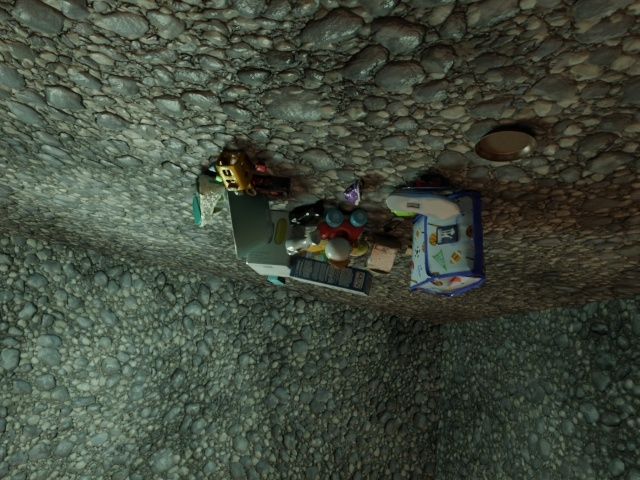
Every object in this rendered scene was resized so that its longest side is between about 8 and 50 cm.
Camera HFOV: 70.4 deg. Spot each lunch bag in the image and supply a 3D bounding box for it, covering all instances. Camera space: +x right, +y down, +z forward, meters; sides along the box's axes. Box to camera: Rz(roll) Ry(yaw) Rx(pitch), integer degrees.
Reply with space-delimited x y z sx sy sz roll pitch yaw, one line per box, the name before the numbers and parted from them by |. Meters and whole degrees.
lunch bag | 0.498 0.021 1.753 0.238 0.328 0.385 8 163 -11

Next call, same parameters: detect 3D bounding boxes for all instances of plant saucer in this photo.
plant saucer | 0.531 -0.278 1.307 0.168 0.029 0.168 7 162 2

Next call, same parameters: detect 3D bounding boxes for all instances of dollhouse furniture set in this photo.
dollhouse furniture set | 0.256 0.147 2.232 0.354 0.174 0.304 14 128 0

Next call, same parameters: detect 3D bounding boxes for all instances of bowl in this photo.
bowl | -0.291 -0.089 1.882 0.162 0.312 0.311 -9 165 -12

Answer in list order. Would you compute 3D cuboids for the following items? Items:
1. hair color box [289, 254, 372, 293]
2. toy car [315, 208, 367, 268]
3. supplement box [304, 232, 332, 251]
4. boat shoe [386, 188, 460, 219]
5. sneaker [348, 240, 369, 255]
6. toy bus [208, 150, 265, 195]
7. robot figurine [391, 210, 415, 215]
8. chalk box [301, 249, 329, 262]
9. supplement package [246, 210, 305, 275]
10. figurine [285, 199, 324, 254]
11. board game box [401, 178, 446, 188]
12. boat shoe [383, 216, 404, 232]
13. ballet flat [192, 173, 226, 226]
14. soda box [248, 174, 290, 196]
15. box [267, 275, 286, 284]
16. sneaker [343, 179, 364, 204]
hair color box | 0.051 0.161 2.058 0.346 0.105 0.174 12 172 15
toy car | 0.096 0.011 1.989 0.210 0.238 0.219 0 163 -16
supplement box | 0.000 0.000 2.300 0.078 0.080 0.233 21 160 -36
boat shoe | 0.379 -0.142 1.659 0.267 0.088 0.096 7 129 25
sneaker | 0.143 0.025 2.309 0.208 0.082 0.094 1 155 18
toy bus | -0.304 -0.226 1.644 0.202 0.105 0.191 31 139 -17
robot figurine | 0.333 -0.130 1.767 0.115 0.067 0.101 1 171 39
chalk box | -0.018 0.115 2.496 0.288 0.179 0.180 2 160 14
supplement package | -0.204 0.018 2.141 0.199 0.263 0.198 4 161 15
figurine | -0.057 -0.053 1.952 0.092 0.215 0.209 17 158 -32
board game box | 0.370 -0.199 1.589 0.168 0.033 0.133 -5 -174 -37
boat shoe | 0.324 -0.068 2.007 0.049 0.040 0.142 15 161 -20
ballet flat | -0.471 -0.161 1.941 0.146 0.147 0.409 13 162 -14
soda box | -0.204 -0.214 1.770 0.168 0.060 0.053 8 161 5
box | -0.219 0.108 2.447 0.060 0.245 0.100 0 160 21
sneaker | 0.124 -0.180 1.724 0.071 0.069 0.170 14 162 0
